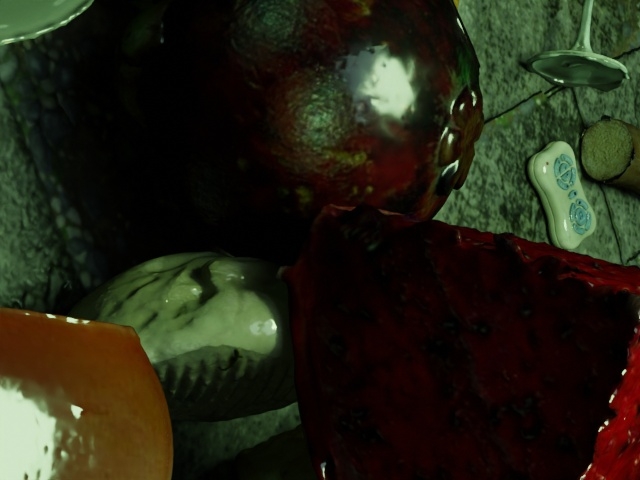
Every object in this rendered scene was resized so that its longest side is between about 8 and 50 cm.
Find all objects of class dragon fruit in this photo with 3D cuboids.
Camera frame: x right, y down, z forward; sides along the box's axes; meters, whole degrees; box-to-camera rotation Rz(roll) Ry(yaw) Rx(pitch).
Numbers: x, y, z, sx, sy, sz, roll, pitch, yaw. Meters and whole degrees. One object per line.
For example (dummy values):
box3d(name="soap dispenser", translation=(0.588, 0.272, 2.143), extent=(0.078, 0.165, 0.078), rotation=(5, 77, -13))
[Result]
box3d(name="dragon fruit", translation=(0.121, 0.147, 1.035), extent=(0.228, 0.286, 0.329), rotation=(-6, 109, -61))

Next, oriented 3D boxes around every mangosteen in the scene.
box3d(name="mangosteen", translation=(-0.017, -0.122, 1.131), extent=(0.311, 0.311, 0.311), rotation=(6, 81, -44))

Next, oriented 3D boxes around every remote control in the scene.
box3d(name="remote control", translation=(0.283, -0.052, 1.606), extent=(0.074, 0.032, 0.122), rotation=(-36, 110, -40))

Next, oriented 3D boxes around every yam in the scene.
box3d(name="yam", translation=(0.379, -0.097, 1.676), extent=(0.127, 0.084, 0.084), rotation=(16, 74, -46))

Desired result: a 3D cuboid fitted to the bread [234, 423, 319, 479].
box3d(name="bread", translation=(0.107, 0.331, 1.190), extent=(0.239, 0.264, 0.395), rotation=(-19, 100, -21))

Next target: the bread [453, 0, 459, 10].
box3d(name="bread", translation=(0.120, -0.266, 1.458), extent=(0.052, 0.044, 0.157), rotation=(-1, 86, -7))

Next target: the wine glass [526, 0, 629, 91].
box3d(name="wine glass", translation=(0.314, -0.300, 1.592), extent=(0.156, 0.156, 0.232), rotation=(17, 79, -42))

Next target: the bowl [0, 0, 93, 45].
box3d(name="bowl", translation=(-0.298, -0.293, 0.977), extent=(0.337, 0.157, 0.337), rotation=(5, 83, -45))

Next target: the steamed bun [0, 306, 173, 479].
box3d(name="steamed bun", translation=(-0.290, 0.171, 0.878), extent=(0.379, 0.235, 0.248), rotation=(11, 73, -44))

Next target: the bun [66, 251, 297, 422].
box3d(name="bun", translation=(-0.096, 0.073, 1.105), extent=(0.237, 0.210, 0.116), rotation=(0, 68, -3))
